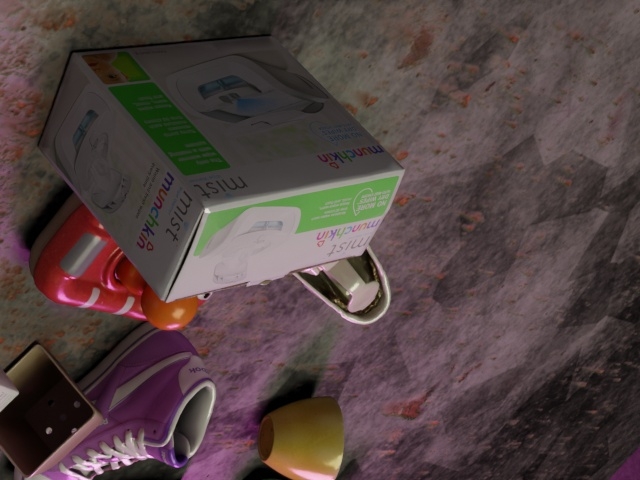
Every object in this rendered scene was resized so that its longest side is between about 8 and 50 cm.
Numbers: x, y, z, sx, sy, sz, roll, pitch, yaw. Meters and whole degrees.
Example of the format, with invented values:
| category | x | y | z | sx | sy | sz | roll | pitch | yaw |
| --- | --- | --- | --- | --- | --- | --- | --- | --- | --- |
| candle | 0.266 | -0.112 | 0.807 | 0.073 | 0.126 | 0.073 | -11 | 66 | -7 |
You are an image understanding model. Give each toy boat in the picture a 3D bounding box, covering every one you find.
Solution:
| category | x | y | z | sx | sy | sz | roll | pitch | yaw |
| --- | --- | --- | --- | --- | --- | --- | --- | --- | --- |
| toy boat | -0.183 | 0.035 | 1.567 | 0.151 | 0.151 | 0.231 | -50 | 150 | 14 |

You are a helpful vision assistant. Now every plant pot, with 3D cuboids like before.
| category | x | y | z | sx | sy | sz | roll | pitch | yaw |
| --- | --- | --- | --- | --- | --- | --- | --- | --- | --- |
| plant pot | -0.310 | 0.198 | 1.687 | 0.109 | 0.109 | 0.096 | -43 | 164 | 0 |
| plant pot | -0.035 | 0.288 | 2.139 | 0.095 | 0.134 | 0.134 | 8 | 128 | -22 |

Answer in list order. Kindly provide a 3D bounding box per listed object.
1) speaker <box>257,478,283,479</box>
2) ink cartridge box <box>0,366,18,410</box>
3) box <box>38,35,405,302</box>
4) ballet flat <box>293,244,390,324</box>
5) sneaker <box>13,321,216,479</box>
| category | x | y | z | sx | sy | sz | roll | pitch | yaw |
| --- | --- | --- | --- | --- | --- | --- | --- | --- | --- |
| speaker | -0.038 | 0.458 | 2.346 | 0.131 | 0.131 | 0.296 | -44 | 151 | 3 |
| ink cartridge box | -0.411 | 0.155 | 1.538 | 0.104 | 0.060 | 0.180 | -44 | 151 | 4 |
| box | -0.096 | -0.076 | 1.445 | 0.262 | 0.231 | 0.126 | -12 | 139 | -42 |
| ballet flat | 0.000 | 0.000 | 1.772 | 0.139 | 0.139 | 0.400 | -43 | 151 | 0 |
| sneaker | -0.240 | 0.239 | 1.752 | 0.282 | 0.161 | 0.102 | -48 | 142 | 8 |
